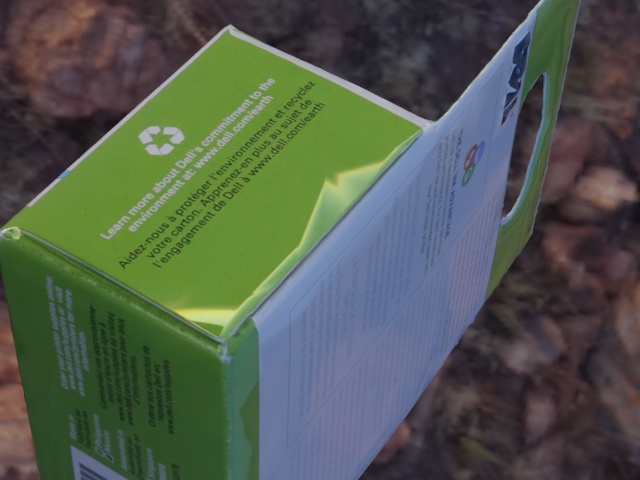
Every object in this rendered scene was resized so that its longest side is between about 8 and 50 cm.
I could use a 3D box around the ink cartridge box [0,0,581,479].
[{"bbox_3d":[0.000,0.000,0.653,0.255,0.097,0.188,-49,156,-35],"label":"ink cartridge box"}]
